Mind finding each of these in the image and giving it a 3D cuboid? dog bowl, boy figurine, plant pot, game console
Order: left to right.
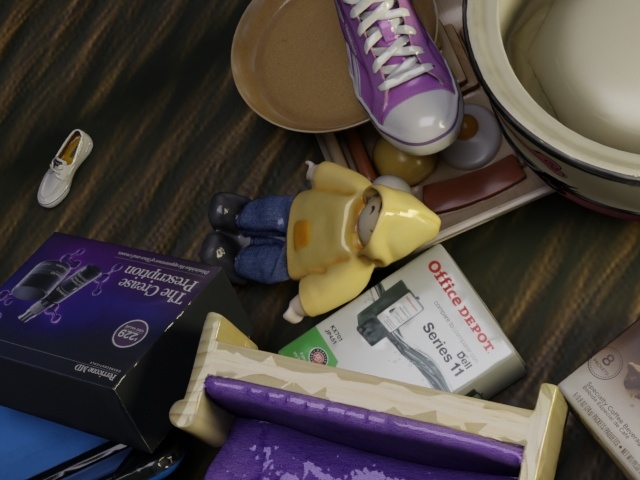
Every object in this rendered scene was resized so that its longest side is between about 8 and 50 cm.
[{"bbox_3d":[-0.297,0.204,1.792,0.293,0.250,0.173,-26,93,6],"label":"game console"},{"bbox_3d":[0.000,0.000,1.760,0.285,0.092,0.177,-2,71,47],"label":"boy figurine"},{"bbox_3d":[0.018,-0.214,1.850,0.236,0.032,0.236,-8,62,15],"label":"plant pot"},{"bbox_3d":[0.349,-0.197,1.725,0.408,0.150,0.407,-3,61,5],"label":"dog bowl"}]

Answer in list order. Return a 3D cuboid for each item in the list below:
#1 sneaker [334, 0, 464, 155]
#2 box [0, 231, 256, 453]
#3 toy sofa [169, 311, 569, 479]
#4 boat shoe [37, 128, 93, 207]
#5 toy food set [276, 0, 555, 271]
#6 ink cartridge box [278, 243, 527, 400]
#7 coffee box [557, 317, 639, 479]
[{"bbox_3d":[0.056,-0.226,1.730,0.102,0.161,0.282,-25,60,4],"label":"sneaker"},{"bbox_3d":[-0.230,0.100,1.766,0.261,0.103,0.184,10,50,39],"label":"box"},{"bbox_3d":[0.048,0.198,1.612,0.363,0.150,0.177,11,77,16],"label":"toy sofa"},{"bbox_3d":[-0.301,-0.085,1.963,0.035,0.035,0.100,29,80,22],"label":"boat shoe"},{"bbox_3d":[0.099,-0.135,1.839,0.220,0.092,0.306,-24,67,6],"label":"toy food set"},{"bbox_3d":[0.087,0.125,1.752,0.208,0.087,0.153,-35,66,1],"label":"ink cartridge box"},{"bbox_3d":[0.387,0.209,1.621,0.168,0.119,0.297,-38,65,0],"label":"coffee box"}]
